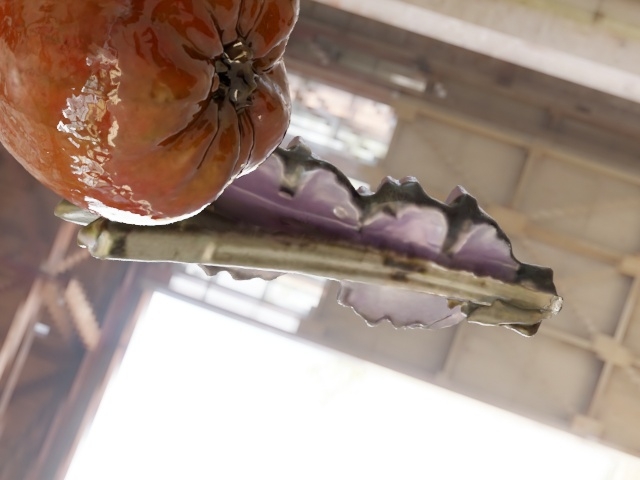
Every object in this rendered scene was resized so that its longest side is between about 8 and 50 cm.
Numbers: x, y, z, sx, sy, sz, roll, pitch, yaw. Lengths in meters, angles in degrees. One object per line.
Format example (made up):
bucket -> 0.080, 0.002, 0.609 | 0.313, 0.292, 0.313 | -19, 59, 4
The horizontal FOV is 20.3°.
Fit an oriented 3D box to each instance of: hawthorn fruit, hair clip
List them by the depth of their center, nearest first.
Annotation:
hawthorn fruit -> -0.074, -0.065, 0.656 | 0.125, 0.140, 0.125 | -11, -90, -83
hair clip -> 0.000, 0.000, 1.003 | 0.084, 0.292, 0.106 | -100, 26, -56
